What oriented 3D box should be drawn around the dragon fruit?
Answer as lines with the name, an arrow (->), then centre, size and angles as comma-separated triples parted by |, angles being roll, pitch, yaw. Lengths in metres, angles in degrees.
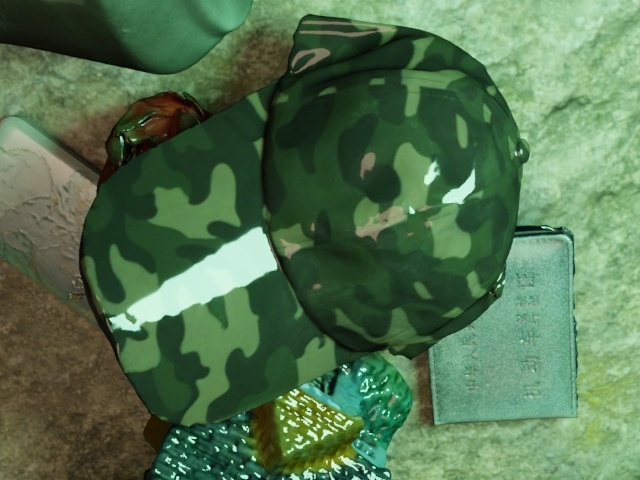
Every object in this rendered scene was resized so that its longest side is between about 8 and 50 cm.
dragon fruit -> -0.159, -0.086, 1.100 | 0.121, 0.142, 0.130 | 9, 94, 17

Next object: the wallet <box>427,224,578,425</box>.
wallet -> 0.191, 0.093, 1.172 | 0.167, 0.036, 0.222 | -4, 106, 6

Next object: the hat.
hat -> 0.000, 0.000, 0.989 | 0.257, 0.381, 0.366 | -12, 108, 45

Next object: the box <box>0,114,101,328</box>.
box -> -0.255, -0.001, 1.183 | 0.285, 0.044, 0.142 | 36, 101, -6

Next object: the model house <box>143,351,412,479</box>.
model house -> -0.057, 0.215, 1.125 | 0.261, 0.241, 0.226 | 28, 109, -3

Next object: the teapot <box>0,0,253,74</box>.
teapot -> -0.261, -0.326, 0.985 | 0.361, 0.305, 0.376 | -3, 77, 13
